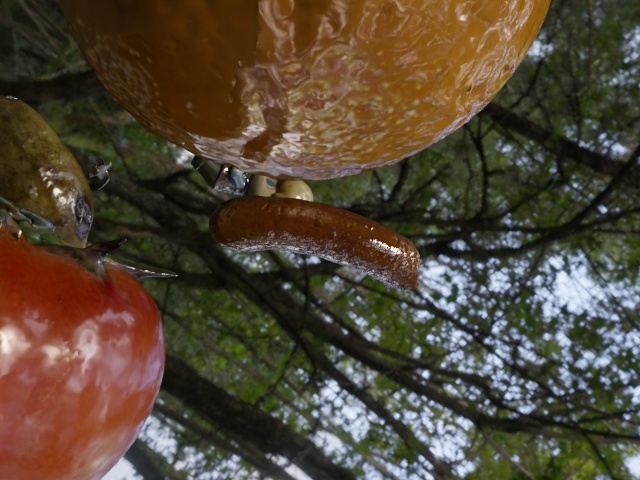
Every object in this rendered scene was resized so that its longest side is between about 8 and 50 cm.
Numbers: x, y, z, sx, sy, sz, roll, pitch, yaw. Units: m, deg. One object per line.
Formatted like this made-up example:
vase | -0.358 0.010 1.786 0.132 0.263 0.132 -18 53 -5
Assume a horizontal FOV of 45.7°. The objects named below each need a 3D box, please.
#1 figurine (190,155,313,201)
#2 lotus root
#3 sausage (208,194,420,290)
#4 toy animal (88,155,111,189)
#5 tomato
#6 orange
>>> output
figurine | -0.103 -0.084 1.161 0.108 0.196 0.114 -56 -170 -15
lotus root | -0.370 -0.068 0.981 0.128 0.260 0.145 -30 -165 -12
sausage | 0.001 -0.004 1.035 0.103 0.302 0.076 117 -17 -44
toy animal | -0.440 -0.145 1.522 0.050 0.084 0.028 -36 154 30
tomato | -0.237 0.074 0.518 0.256 0.256 0.224 -161 -87 -78
orange | -0.013 -0.193 0.523 0.340 0.341 0.293 -60 167 -49
